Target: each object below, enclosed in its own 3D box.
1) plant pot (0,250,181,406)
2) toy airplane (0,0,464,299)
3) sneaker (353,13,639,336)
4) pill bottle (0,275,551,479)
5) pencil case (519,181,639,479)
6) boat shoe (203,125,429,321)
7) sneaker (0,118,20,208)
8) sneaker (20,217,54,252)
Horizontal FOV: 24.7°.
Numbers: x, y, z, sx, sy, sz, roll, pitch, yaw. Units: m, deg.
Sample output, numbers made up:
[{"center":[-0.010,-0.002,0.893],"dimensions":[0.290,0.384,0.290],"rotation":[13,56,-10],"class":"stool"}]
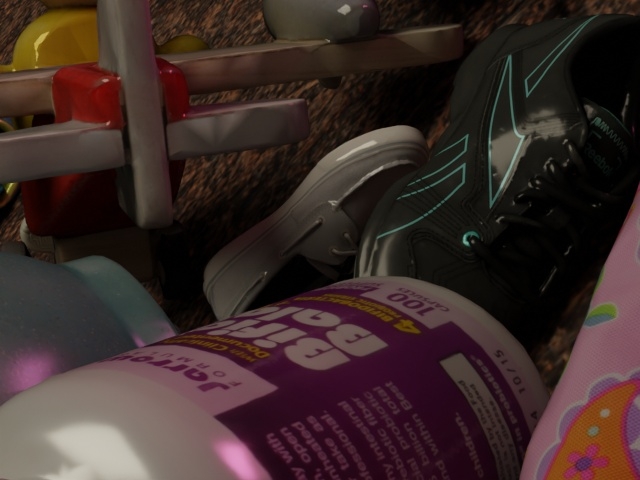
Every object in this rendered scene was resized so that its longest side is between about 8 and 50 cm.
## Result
[{"center":[-0.163,0.122,0.742],"dimensions":[0.196,0.293,0.293],"rotation":[-26,17,-26],"class":"plant pot"},{"center":[-0.148,-0.111,0.947],"dimensions":[0.384,0.386,0.272],"rotation":[-16,80,30],"class":"toy airplane"},{"center":[0.100,-0.023,0.768],"dimensions":[0.106,0.101,0.267],"rotation":[-13,45,47],"class":"sneaker"},{"center":[-0.038,0.118,0.563],"dimensions":[0.169,0.169,0.301],"rotation":[-31,-8,33],"class":"pill bottle"},{"center":[0.161,0.046,0.576],"dimensions":[0.124,0.124,0.284],"rotation":[-14,43,50],"class":"pencil case"},{"center":[0.000,0.000,0.938],"dimensions":[0.184,0.066,0.063],"rotation":[-34,52,15],"class":"boat shoe"},{"center":[-0.442,-0.037,1.581],"dimensions":[0.319,0.127,0.208],"rotation":[-50,25,1],"class":"sneaker"},{"center":[-0.216,-0.057,1.331],"dimensions":[0.152,0.058,0.084],"rotation":[-44,33,2],"class":"sneaker"}]
